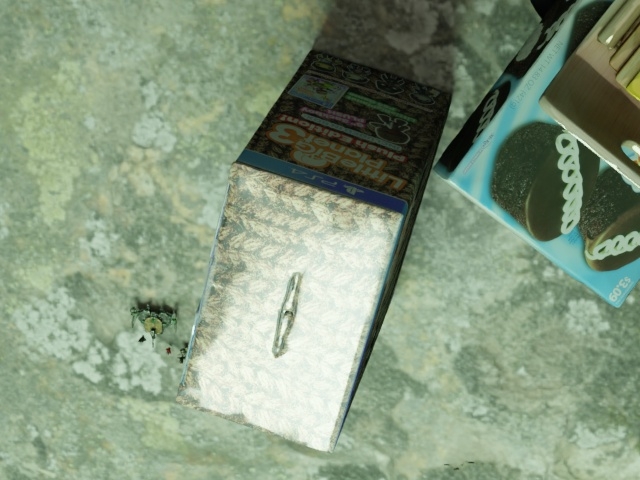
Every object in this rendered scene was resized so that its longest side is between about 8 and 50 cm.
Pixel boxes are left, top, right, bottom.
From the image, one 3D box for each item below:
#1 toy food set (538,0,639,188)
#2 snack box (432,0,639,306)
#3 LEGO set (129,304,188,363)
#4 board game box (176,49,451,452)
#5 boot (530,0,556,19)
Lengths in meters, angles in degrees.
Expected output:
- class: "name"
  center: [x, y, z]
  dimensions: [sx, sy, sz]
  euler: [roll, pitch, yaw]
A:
- class: "toy food set"
  center: [0.337, -0.151, 1.241]
  dimensions: [0.220, 0.092, 0.306]
  euler: [38, 111, 1]
- class: "snack box"
  center: [0.261, -0.129, 1.369]
  dimensions: [0.187, 0.060, 0.322]
  euler: [35, 92, -16]
- class: "LEGO set"
  center: [-0.159, 0.089, 1.703]
  dimensions: [0.054, 0.023, 0.083]
  euler: [-20, 121, 23]
- class: "board game box"
  center: [0.000, 0.000, 1.472]
  dimensions: [0.141, 0.291, 0.232]
  euler: [18, 117, 5]
- class: "boot"
  center: [0.241, -0.105, 1.479]
  dimensions: [0.246, 0.094, 0.207]
  euler: [31, 113, -9]
